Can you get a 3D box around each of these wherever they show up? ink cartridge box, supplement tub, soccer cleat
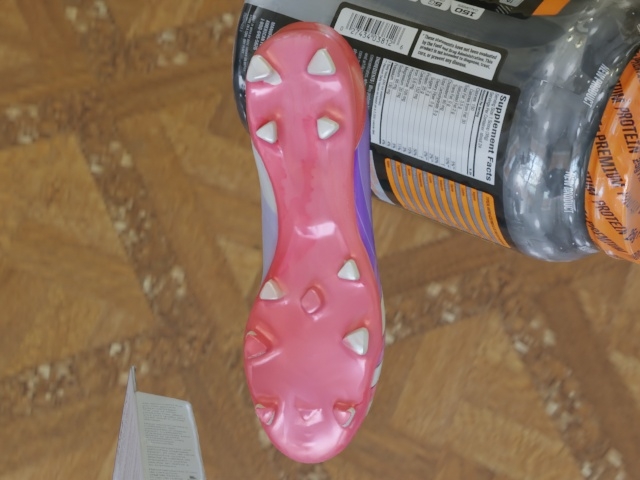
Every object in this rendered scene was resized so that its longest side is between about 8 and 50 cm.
[{"bbox_3d":[-0.167,0.330,1.625,0.071,0.324,0.330,7,18,-10],"label":"ink cartridge box"},{"bbox_3d":[0.119,-0.110,1.254,0.338,0.207,0.207,22,53,32],"label":"supplement tub"},{"bbox_3d":[0.000,0.000,0.965,0.083,0.095,0.248,-2,97,16],"label":"soccer cleat"}]
